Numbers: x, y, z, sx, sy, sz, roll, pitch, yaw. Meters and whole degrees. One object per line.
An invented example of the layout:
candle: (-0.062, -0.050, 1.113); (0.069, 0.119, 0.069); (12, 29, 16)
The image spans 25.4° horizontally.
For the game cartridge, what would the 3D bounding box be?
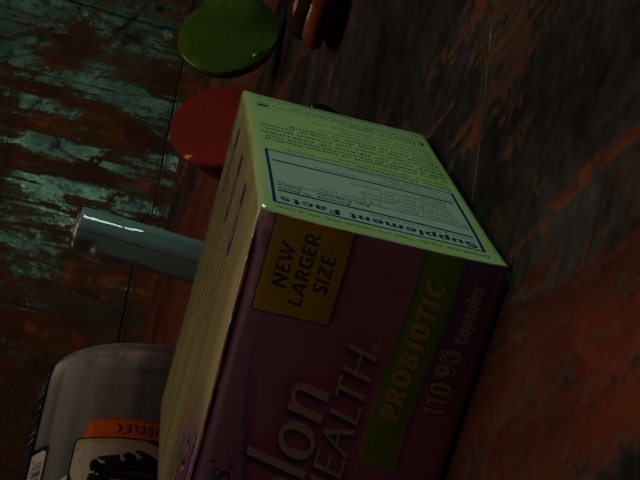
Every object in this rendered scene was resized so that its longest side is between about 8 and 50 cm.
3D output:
game cartridge: (-0.196, 0.009, 1.672); (0.294, 0.196, 0.060); (-170, 101, -79)

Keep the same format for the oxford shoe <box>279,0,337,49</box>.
oxford shoe: (-0.032, -0.262, 1.376); (0.271, 0.098, 0.097); (-94, 20, -61)

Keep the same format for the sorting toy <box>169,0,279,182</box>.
sorting toy: (-0.107, -0.202, 1.778); (0.126, 0.127, 0.366); (77, -169, -53)

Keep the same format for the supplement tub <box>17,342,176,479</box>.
supplement tub: (-0.141, 0.251, 1.045); (0.193, 0.193, 0.316); (117, 163, -55)

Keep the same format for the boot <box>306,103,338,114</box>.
boot: (0.000, 0.000, 0.997); (0.106, 0.082, 0.219); (-9, 62, 56)

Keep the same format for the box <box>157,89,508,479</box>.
box: (-0.008, 0.058, 0.757); (0.243, 0.117, 0.214); (-104, 29, -72)
